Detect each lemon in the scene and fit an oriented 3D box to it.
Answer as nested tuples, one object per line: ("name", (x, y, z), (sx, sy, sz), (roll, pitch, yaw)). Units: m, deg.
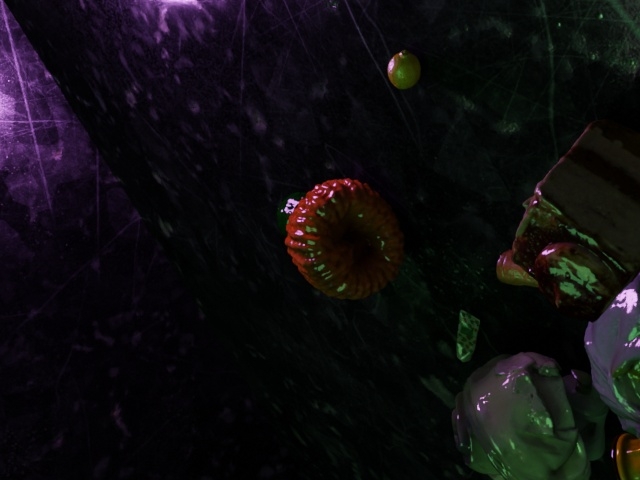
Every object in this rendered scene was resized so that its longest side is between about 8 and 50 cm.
("lemon", (0.157, -0.320, 1.336), (0.062, 0.062, 0.083), (33, 150, 29))

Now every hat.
("hat", (0.000, 0.000, 1.747), (0.285, 0.285, 0.400), (59, 154, -16))

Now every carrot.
("carrot", (0.448, 0.064, 1.387), (0.205, 0.072, 0.072), (9, 132, 43))

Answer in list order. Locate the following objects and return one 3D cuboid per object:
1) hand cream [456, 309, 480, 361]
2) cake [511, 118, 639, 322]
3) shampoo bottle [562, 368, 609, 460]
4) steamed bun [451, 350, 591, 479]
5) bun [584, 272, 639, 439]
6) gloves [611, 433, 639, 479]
("hand cream", (0.361, 0.241, 1.759), (0.057, 0.037, 0.165), (30, 140, 33))
("cake", (0.410, -0.015, 1.088), (0.199, 0.293, 0.196), (39, 157, 20))
("shampoo bottle", (0.566, 0.369, 1.548), (0.118, 0.087, 0.234), (38, 151, 43))
("steamed bun", (0.403, 0.408, 1.559), (0.346, 0.237, 0.394), (-120, 13, -52))
("bun", (0.589, 0.208, 1.152), (0.362, 0.211, 0.362), (29, 134, 34))
("gloves", (0.580, 0.302, 1.006), (0.133, 0.116, 0.294), (29, 138, -34))
